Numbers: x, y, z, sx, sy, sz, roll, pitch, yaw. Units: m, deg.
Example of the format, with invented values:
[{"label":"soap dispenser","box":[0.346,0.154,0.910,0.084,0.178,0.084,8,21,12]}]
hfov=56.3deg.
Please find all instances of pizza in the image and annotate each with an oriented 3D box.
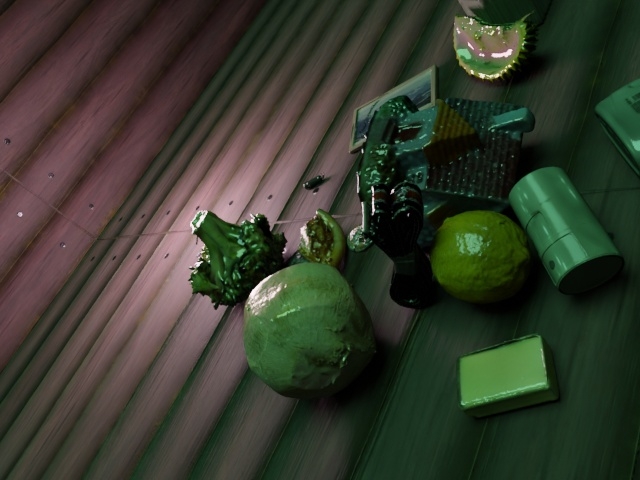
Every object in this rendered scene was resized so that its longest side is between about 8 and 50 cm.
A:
[{"label":"pizza","box":[0.006,-0.002,1.704,0.271,0.134,0.056,-83,3,-51]}]

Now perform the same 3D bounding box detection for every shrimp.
[{"label":"shrimp","box":[0.140,-0.024,1.655,0.161,0.034,0.091,-38,44,23]}]

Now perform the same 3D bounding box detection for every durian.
[{"label":"durian","box":[0.490,-0.564,1.724,0.158,0.169,0.352,-45,33,-1]}]

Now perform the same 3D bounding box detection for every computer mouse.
[{"label":"computer mouse","box":[-0.045,0.061,1.733,0.106,0.062,0.192,-28,37,25]}]

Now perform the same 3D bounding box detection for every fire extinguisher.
[{"label":"fire extinguisher","box":[-0.017,-0.199,2.029,0.083,0.025,0.038,-27,74,27]}]

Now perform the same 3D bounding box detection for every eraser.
[{"label":"eraser","box":[0.337,0.249,1.093,0.172,0.058,0.117,-25,37,29]}]

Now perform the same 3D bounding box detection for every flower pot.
[{"label":"flower pot","box":[0.563,-0.743,1.828,0.209,0.189,0.239,-46,31,0]}]

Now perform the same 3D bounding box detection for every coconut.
[{"label":"coconut","box":[-0.025,0.213,1.337,0.297,0.297,0.254,-34,34,18]}]

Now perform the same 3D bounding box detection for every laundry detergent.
[{"label":"laundry detergent","box":[0.767,-0.291,1.154,0.398,0.124,0.264,-30,34,21]}]

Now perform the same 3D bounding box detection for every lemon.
[{"label":"lemon","box":[0.324,0.034,1.224,0.231,0.192,0.192,6,58,50]}]

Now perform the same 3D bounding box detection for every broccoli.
[{"label":"broccoli","box":[-0.268,0.018,1.829,0.293,0.281,0.348,-39,33,11]}]

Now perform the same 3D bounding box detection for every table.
[{"label":"table","box":[0.462,-0.020,1.138,0.126,0.126,0.220,-32,52,21]}]

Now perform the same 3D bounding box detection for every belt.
[{"label":"belt","box":[0.178,0.021,1.271,0.126,0.359,0.094,-9,50,15]}]

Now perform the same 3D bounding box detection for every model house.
[{"label":"model house","box":[0.315,-0.179,1.390,0.339,0.297,0.360,-11,45,38]}]

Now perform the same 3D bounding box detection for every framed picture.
[{"label":"framed picture","box":[0.243,-0.439,2.006,0.335,0.022,0.247,-24,38,31]}]

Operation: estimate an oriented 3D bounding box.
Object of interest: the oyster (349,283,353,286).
[{"label":"oyster","box":[0.029,0.163,1.567,0.132,0.029,0.086,-26,43,23]}]
